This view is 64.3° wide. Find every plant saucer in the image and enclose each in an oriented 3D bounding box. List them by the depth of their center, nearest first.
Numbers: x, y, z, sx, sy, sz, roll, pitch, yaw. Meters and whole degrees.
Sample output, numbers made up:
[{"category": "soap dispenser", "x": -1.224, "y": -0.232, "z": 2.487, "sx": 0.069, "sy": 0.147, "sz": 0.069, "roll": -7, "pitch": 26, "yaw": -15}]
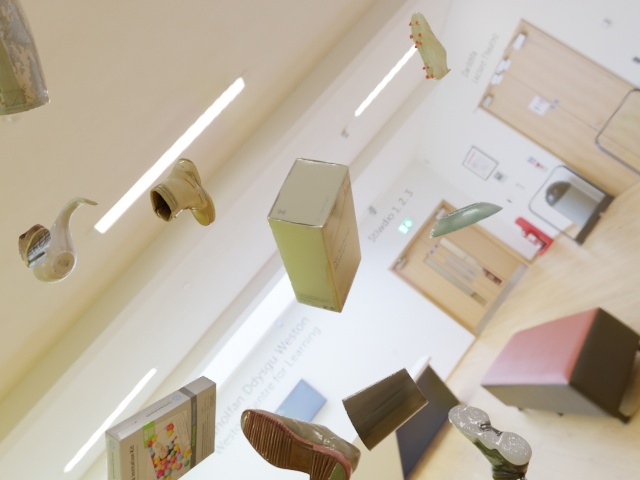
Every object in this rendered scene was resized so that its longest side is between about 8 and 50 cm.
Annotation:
[{"category": "plant saucer", "x": 0.356, "y": -0.059, "z": 1.275, "sx": 0.194, "sy": 0.038, "sz": 0.195, "roll": -23, "pitch": 0, "yaw": 0}]

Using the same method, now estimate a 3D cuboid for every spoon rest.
[{"category": "spoon rest", "x": -0.757, "y": -0.003, "z": 1.509, "sx": 0.277, "sy": 0.084, "sz": 0.137, "roll": -66, "pitch": -25, "yaw": -4}]

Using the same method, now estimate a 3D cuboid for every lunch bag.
[{"category": "lunch bag", "x": -0.547, "y": -0.324, "z": 0.815, "sx": 0.168, "sy": 0.287, "sz": 0.236, "roll": -20, "pitch": -65, "yaw": -27}]

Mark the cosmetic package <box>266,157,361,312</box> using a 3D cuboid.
[{"category": "cosmetic package", "x": 0.000, "y": 0.000, "z": 1.042, "sx": 0.310, "sy": 0.113, "sz": 0.160, "roll": 77, "pitch": -150, "yaw": -54}]

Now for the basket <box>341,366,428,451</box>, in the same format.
[{"category": "basket", "x": 0.204, "y": 0.509, "z": 1.584, "sx": 0.226, "sy": 0.154, "sz": 0.204, "roll": -33, "pitch": 21, "yaw": -1}]

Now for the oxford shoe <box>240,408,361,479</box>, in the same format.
[{"category": "oxford shoe", "x": -0.057, "y": 0.540, "z": 1.366, "sx": 0.130, "sy": 0.348, "sz": 0.123, "roll": -13, "pitch": -60, "yaw": -61}]

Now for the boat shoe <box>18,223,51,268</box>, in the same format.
[{"category": "boat shoe", "x": -0.689, "y": 0.007, "z": 1.210, "sx": 0.064, "sy": 0.060, "sz": 0.178, "roll": -45, "pitch": 3, "yaw": -41}]

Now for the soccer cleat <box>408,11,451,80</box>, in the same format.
[{"category": "soccer cleat", "x": 0.309, "y": -0.549, "z": 1.434, "sx": 0.076, "sy": 0.196, "sz": 0.068, "roll": -31, "pitch": 24, "yaw": -11}]

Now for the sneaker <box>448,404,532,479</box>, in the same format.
[{"category": "sneaker", "x": 0.479, "y": 0.592, "z": 1.457, "sx": 0.101, "sy": 0.268, "sz": 0.153, "roll": -25, "pitch": -64, "yaw": -26}]

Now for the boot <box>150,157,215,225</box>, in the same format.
[{"category": "boot", "x": -0.457, "y": -0.114, "z": 1.705, "sx": 0.204, "sy": 0.095, "sz": 0.262, "roll": -64, "pitch": -31, "yaw": -46}]

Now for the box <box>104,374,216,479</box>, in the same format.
[{"category": "box", "x": -0.243, "y": 0.318, "z": 0.800, "sx": 0.186, "sy": 0.038, "sz": 0.145, "roll": -19, "pitch": -59, "yaw": -52}]
